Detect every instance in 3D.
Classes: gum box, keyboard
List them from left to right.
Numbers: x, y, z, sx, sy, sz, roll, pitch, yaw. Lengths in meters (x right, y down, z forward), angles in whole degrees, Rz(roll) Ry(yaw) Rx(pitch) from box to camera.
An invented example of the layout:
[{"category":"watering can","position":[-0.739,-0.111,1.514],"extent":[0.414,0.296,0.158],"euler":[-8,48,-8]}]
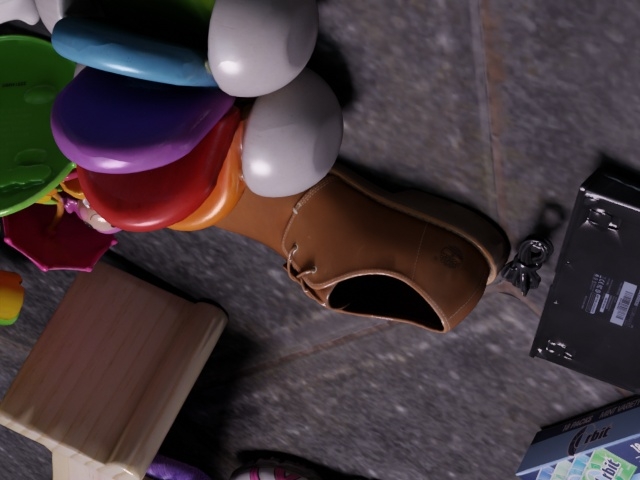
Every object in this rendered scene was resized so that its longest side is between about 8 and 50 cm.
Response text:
[{"category":"keyboard","position":[0.155,0.022,0.889],"extent":[0.108,0.023,0.180],"euler":[20,147,10]},{"category":"gum box","position":[0.239,0.174,1.008],"extent":[0.184,0.041,0.157],"euler":[40,150,-10]}]

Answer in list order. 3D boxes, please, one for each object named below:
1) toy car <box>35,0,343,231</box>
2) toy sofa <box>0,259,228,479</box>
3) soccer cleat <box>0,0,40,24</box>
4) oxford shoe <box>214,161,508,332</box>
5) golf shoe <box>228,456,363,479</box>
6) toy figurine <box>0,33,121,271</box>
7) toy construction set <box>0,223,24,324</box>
[{"category":"toy car","position":[-0.085,-0.078,0.854],"extent":[0.159,0.136,0.182],"euler":[19,147,25]},{"category":"toy sofa","position":[-0.146,0.183,1.284],"extent":[0.177,0.150,0.362],"euler":[24,150,5]},{"category":"soccer cleat","position":[-0.263,-0.135,0.959],"extent":[0.196,0.068,0.076],"euler":[-10,144,15]},{"category":"oxford shoe","position":[0.000,0.000,0.951],"extent":[0.212,0.076,0.076],"euler":[17,148,30]},{"category":"golf shoe","position":[-0.014,0.229,1.289],"extent":[0.186,0.086,0.067],"euler":[7,143,40]},{"category":"toy figurine","position":[-0.163,-0.040,1.046],"extent":[0.173,0.130,0.159],"euler":[-4,154,12]},{"category":"toy construction set","position":[-0.289,0.067,1.133],"extent":[0.257,0.309,0.237],"euler":[-28,148,35]}]
